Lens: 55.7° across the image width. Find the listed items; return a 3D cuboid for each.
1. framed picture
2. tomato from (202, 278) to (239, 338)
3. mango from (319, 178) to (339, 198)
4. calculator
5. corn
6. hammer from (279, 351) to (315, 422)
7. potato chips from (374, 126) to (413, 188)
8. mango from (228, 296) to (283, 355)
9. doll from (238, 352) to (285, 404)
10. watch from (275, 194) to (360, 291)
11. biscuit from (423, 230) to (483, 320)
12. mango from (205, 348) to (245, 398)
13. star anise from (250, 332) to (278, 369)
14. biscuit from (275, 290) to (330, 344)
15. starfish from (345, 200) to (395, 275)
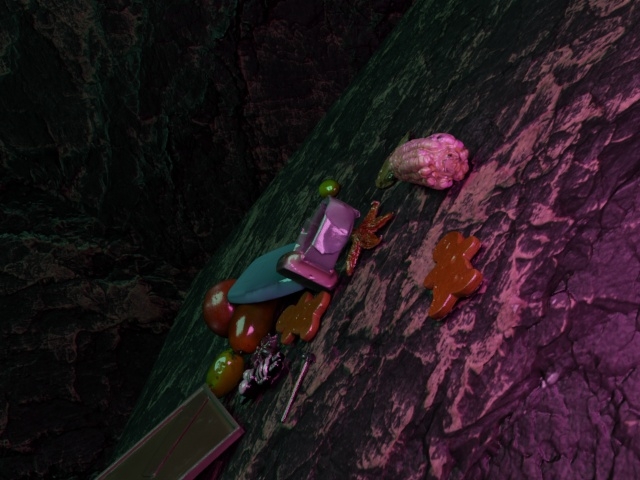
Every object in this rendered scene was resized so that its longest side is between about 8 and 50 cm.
[{"bbox_3d":[-0.440,0.608,1.677,0.446,0.028,0.326,-40,24,-15],"label":"framed picture"},{"bbox_3d":[-0.309,0.237,2.102,0.184,0.208,0.208,-24,32,37],"label":"tomato"},{"bbox_3d":[0.034,-0.188,2.203,0.073,0.056,0.108,-62,28,-6],"label":"mango"},{"bbox_3d":[-0.148,0.100,1.920,0.386,0.054,0.256,-17,27,45],"label":"calculator"},{"bbox_3d":[0.240,-0.189,1.425,0.126,0.127,0.335,-56,13,1],"label":"corn"},{"bbox_3d":[-0.055,0.349,1.450,0.062,0.017,0.182,-31,31,59],"label":"hammer"},{"bbox_3d":[0.223,-0.230,1.755,0.202,0.029,0.220,-53,13,14],"label":"potato chips"},{"bbox_3d":[-0.208,0.243,1.942,0.146,0.129,0.289,-44,12,32],"label":"mango"},{"bbox_3d":[-0.166,0.372,1.648,0.219,0.067,0.091,-47,22,38],"label":"doll"},{"bbox_3d":[0.000,0.000,1.646,0.241,0.162,0.253,-68,12,-12],"label":"watch"},{"bbox_3d":[0.241,0.050,1.098,0.138,0.031,0.205,-49,17,26],"label":"biscuit"},{"bbox_3d":[-0.299,0.424,1.909,0.178,0.100,0.119,-62,-22,12],"label":"mango"},{"bbox_3d":[-0.156,0.319,1.743,0.124,0.056,0.129,-59,15,-12],"label":"star anise"},{"bbox_3d":[-0.053,0.217,1.677,0.250,0.036,0.165,-23,36,59],"label":"biscuit"},{"bbox_3d":[0.116,-0.013,1.609,0.227,0.043,0.240,-27,38,65],"label":"starfish"}]
